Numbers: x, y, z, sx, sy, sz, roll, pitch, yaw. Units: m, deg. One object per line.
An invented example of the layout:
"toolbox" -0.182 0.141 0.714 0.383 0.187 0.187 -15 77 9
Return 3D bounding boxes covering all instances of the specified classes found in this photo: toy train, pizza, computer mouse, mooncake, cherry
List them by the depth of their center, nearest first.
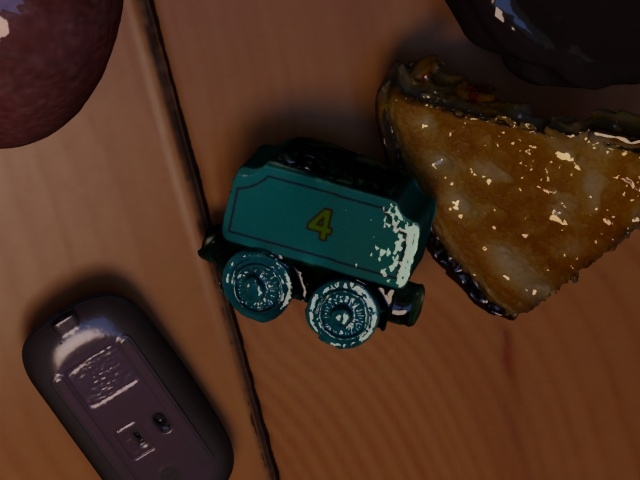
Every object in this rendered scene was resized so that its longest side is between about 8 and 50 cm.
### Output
"cherry" -0.253 -0.202 1.370 0.213 0.236 0.285 8 134 -7
"mooncake" 0.224 -0.264 1.498 0.283 0.141 0.283 -4 102 -17
"pizza" 0.166 -0.072 1.533 0.251 0.074 0.288 41 134 -12
"toy train" 0.000 0.000 1.543 0.198 0.107 0.154 18 109 7
"computer mouse" -0.168 0.147 1.602 0.120 0.057 0.232 -33 114 1
